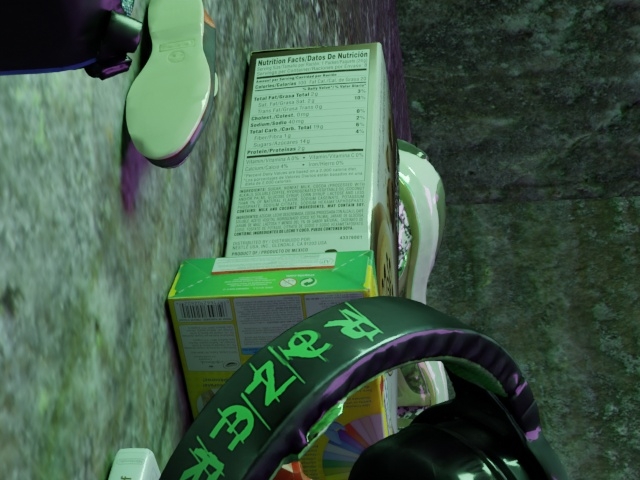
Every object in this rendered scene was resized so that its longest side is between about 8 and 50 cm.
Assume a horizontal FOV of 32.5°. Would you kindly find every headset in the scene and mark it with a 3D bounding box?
[{"bbox_3d":[0.059,0.211,0.594,0.243,0.185,0.394,-44,134,-21],"label":"headset"}]

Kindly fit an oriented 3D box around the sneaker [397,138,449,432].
[{"bbox_3d":[0.027,0.103,1.168,0.182,0.158,0.410,-25,118,-47],"label":"sneaker"}]

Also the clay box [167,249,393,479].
[{"bbox_3d":[-0.018,0.115,0.737,0.053,0.127,0.222,-80,165,-58],"label":"clay box"}]

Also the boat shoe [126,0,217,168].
[{"bbox_3d":[-0.084,-0.092,0.646,0.043,0.049,0.137,79,7,-52],"label":"boat shoe"}]

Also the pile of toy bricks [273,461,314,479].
[{"bbox_3d":[-0.014,0.226,0.718,0.118,0.105,0.212,-117,-162,-77],"label":"pile of toy bricks"}]

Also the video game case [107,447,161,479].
[{"bbox_3d":[-0.092,0.248,0.559,0.193,0.023,0.212,-83,168,-50],"label":"video game case"}]

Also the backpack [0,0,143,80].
[{"bbox_3d":[-0.104,-0.107,0.323,0.114,0.105,0.084,-91,174,-48],"label":"backpack"}]

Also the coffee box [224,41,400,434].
[{"bbox_3d":[0.000,0.000,0.912,0.168,0.119,0.297,74,16,-53],"label":"coffee box"}]
